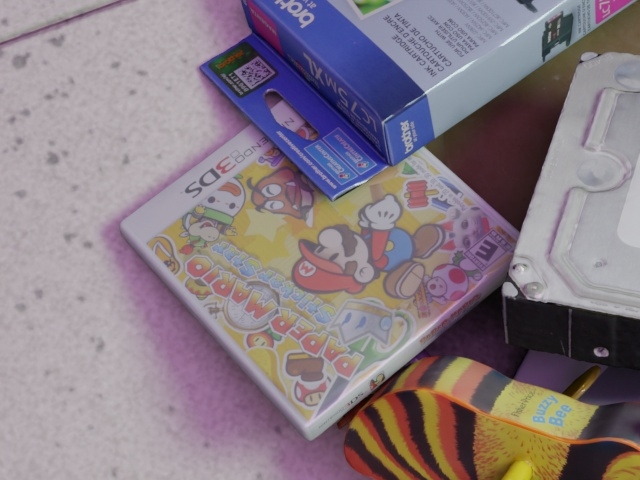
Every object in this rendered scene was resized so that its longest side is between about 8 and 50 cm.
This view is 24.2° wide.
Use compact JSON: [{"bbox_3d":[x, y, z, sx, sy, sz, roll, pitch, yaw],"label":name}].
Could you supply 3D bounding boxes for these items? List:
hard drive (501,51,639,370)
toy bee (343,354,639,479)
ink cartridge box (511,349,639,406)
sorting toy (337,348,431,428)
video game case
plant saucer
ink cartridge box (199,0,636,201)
[{"bbox_3d":[0.308,-0.008,0.961,0.338,0.064,0.237,11,52,19],"label":"hard drive"},{"bbox_3d":[0.173,0.140,0.968,0.298,0.162,0.195,17,31,-4],"label":"toy bee"},{"bbox_3d":[0.249,0.128,1.078,0.224,0.045,0.223,27,74,8],"label":"ink cartridge box"},{"bbox_3d":[0.049,0.104,1.069,0.102,0.061,0.042,-42,83,9],"label":"sorting toy"},{"bbox_3d":[0.000,0.000,1.063,0.206,0.026,0.227,-38,60,-12],"label":"video game case"},{"bbox_3d":[0.208,-0.087,1.112,0.277,0.041,0.278,-3,67,8],"label":"plant saucer"},{"bbox_3d":[0.077,-0.178,1.111,0.311,0.065,0.186,-36,57,-11],"label":"ink cartridge box"}]
